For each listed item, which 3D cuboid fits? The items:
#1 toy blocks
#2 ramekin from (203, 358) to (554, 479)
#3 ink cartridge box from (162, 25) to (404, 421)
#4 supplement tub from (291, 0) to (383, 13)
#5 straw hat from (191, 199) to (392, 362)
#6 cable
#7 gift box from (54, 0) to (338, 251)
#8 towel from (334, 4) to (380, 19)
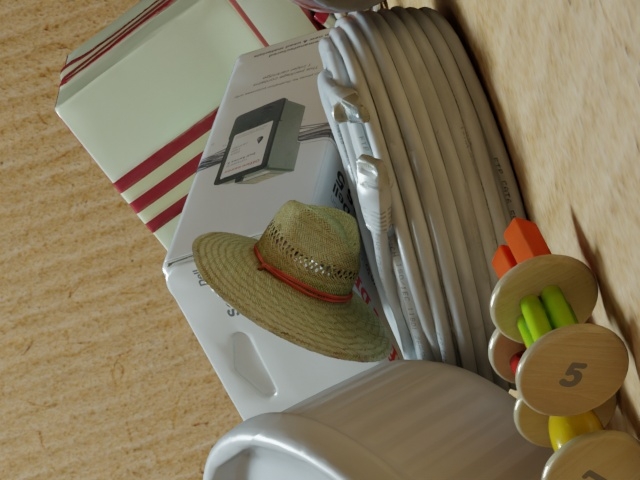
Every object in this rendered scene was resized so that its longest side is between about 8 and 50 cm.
[{"bbox_3d":[0.109,0.043,0.951,0.148,0.054,0.123,-108,1,-53],"label":"toy blocks"},{"bbox_3d":[0.065,0.190,1.111,0.273,0.127,0.273,37,147,29],"label":"ramekin"},{"bbox_3d":[0.000,0.000,1.411,0.273,0.115,0.198,-76,-35,-52],"label":"ink cartridge box"},{"bbox_3d":[0.003,-0.202,1.183,0.198,0.106,0.106,-108,1,-63],"label":"supplement tub"},{"bbox_3d":[-0.006,0.008,1.174,0.061,0.144,0.144,-62,18,17],"label":"straw hat"},{"bbox_3d":[0.067,-0.024,1.209,0.257,0.089,0.257,-107,0,-59],"label":"cable"},{"bbox_3d":[-0.056,-0.123,1.751,0.276,0.258,0.255,50,-171,-21],"label":"gift box"},{"bbox_3d":[-0.011,-0.326,1.565,0.187,0.049,0.282,-106,-1,-52],"label":"towel"}]
